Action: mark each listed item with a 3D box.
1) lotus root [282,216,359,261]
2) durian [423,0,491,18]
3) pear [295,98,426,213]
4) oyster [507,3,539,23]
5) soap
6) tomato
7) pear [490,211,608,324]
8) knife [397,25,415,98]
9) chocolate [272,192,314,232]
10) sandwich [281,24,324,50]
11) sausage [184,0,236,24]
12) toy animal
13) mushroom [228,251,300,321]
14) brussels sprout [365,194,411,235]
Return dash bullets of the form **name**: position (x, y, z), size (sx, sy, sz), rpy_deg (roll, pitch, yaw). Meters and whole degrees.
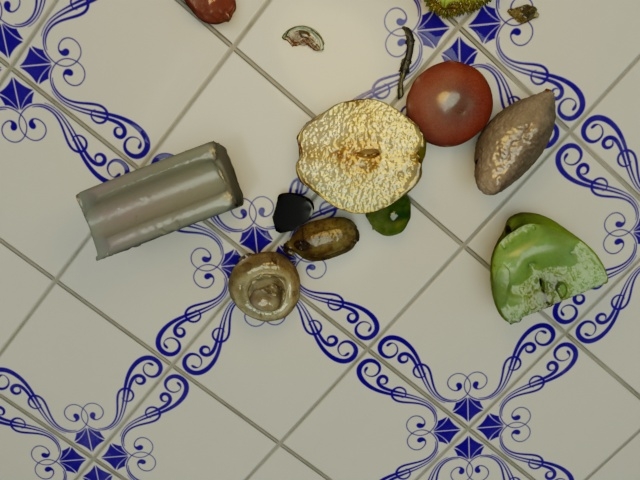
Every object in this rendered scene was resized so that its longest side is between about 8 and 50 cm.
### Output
- **lotus root**: position (0.000, 0.000, 1.738), size (0.260, 0.128, 0.145), rpy_deg (-13, 143, 3)
- **durian**: position (0.405, -0.759, 1.539), size (0.237, 0.176, 0.200), rpy_deg (-15, 113, 9)
- **pear**: position (0.127, -0.255, 1.643), size (0.387, 0.191, 0.340), rpy_deg (6, 95, 10)
- **oyster**: position (0.625, -0.697, 1.629), size (0.093, 0.034, 0.051), rpy_deg (-11, 96, 7)
- **soap**: position (-0.464, -0.127, 1.614), size (0.435, 0.350, 0.213), rpy_deg (-20, 95, 3)
- **tomato**: position (0.389, -0.411, 1.603), size (0.256, 0.224, 0.255), rpy_deg (-2, 112, -4)
- **pear**: position (0.689, 0.062, 1.719), size (0.342, 0.238, 0.318), rpy_deg (-25, 90, 11)
- **knife**: position (0.269, -0.556, 1.664), size (0.046, 0.021, 0.222), rpy_deg (4, 99, -2)
- **chocolate**: position (-0.096, -0.099, 1.745), size (0.149, 0.080, 0.125), rpy_deg (-39, 89, 16)
- **sandwich**: position (-0.052, -0.630, 1.641), size (0.135, 0.029, 0.067), rpy_deg (10, 102, -2)
- **sausage**: position (-0.349, -0.748, 1.557), size (0.148, 0.148, 0.254), rpy_deg (-40, 99, 8)
- **toy animal**: position (0.588, -0.303, 1.625), size (0.188, 0.226, 0.358), rpy_deg (38, 100, 3)
- **mushroom**: position (-0.188, 0.150, 1.753), size (0.255, 0.184, 0.254), rpy_deg (1, 117, 3)
- **brussels sprout**: position (0.225, -0.088, 1.725), size (0.149, 0.122, 0.151), rpy_deg (-15, 104, 0)
